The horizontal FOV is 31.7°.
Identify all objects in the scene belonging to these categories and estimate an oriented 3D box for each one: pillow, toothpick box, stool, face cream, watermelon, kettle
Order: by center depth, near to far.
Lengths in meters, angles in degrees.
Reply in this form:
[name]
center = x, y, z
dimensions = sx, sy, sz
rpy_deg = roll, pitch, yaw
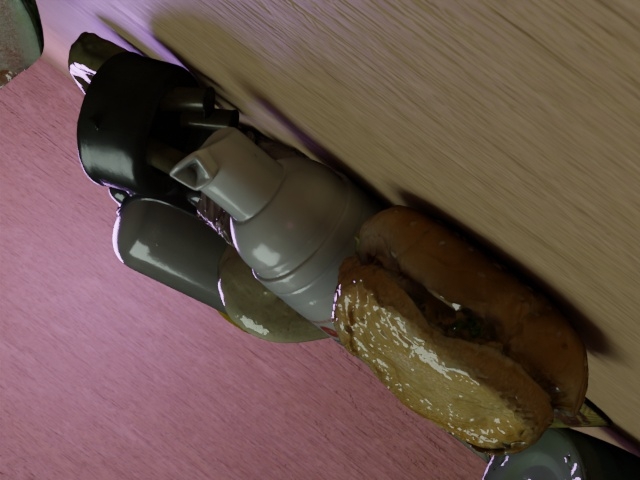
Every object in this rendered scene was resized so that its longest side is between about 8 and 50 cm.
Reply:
[face cream]
center = 0.000, 0.000, 1.158
dimensions = 0.369, 0.145, 0.145
rpy_deg = 41, 175, -28
[stool]
center = -0.172, -0.137, 1.283
dimensions = 0.139, 0.228, 0.153
rpy_deg = 15, 126, 19
[pillow]
center = -0.095, -0.063, 1.342
dimensions = 0.049, 0.135, 0.248
rpy_deg = 12, -171, -26
[watermelon]
center = -0.485, -0.328, 1.404
dimensions = 0.305, 0.180, 0.224
rpy_deg = 41, 161, -26
[kettle]
center = 0.452, 0.424, 1.634
dimensions = 0.342, 0.247, 0.319
rpy_deg = 20, 164, -25
[toothpick box]
center = -0.176, -0.018, 1.731
dimensions = 0.316, 0.229, 0.229
rpy_deg = 26, 180, -16

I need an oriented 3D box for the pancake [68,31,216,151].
[pancake]
center = -0.224, -0.180, 1.545
dimensions = 0.294, 0.049, 0.294
rpy_deg = 30, 168, 7

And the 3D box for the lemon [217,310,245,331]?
[lemon]
center = -0.096, 0.055, 2.101
dimensions = 0.240, 0.240, 0.219
rpy_deg = 38, -172, -1

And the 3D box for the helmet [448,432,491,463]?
[helmet]
center = 0.217, 0.213, 1.749
dimensions = 0.204, 0.137, 0.257
rpy_deg = 34, 168, 49

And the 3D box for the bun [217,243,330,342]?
[bun]
center = -0.034, 0.032, 1.547
dimensions = 0.231, 0.231, 0.133
rpy_deg = 36, 139, 22

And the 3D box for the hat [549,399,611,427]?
[hat]
center = 0.305, 0.229, 1.575
dimensions = 0.193, 0.082, 0.193
rpy_deg = 36, 177, 2

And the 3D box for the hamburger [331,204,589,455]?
[hamburger]
center = 0.134, 0.091, 1.025
dimensions = 0.286, 0.146, 0.243
rpy_deg = 46, 167, -21
